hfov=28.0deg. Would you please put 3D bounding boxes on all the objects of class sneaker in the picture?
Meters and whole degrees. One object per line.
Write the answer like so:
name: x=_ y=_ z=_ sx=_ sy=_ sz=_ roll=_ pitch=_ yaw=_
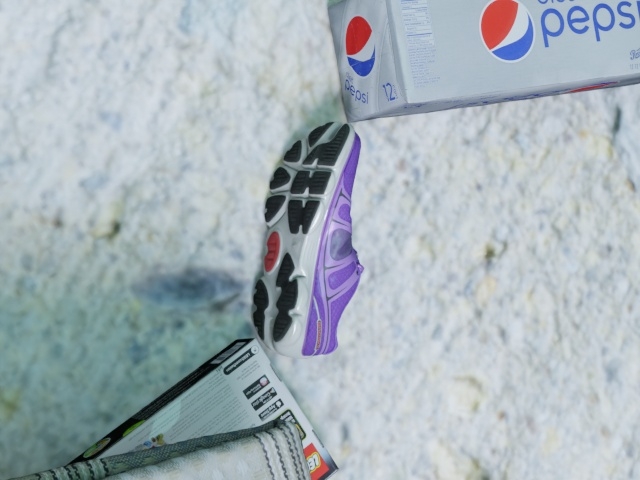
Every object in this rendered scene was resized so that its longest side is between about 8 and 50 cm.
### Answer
sneaker: x=0.000 y=0.000 z=0.912 sx=0.071 sy=0.068 sz=0.170 roll=14 pitch=88 yaw=-39

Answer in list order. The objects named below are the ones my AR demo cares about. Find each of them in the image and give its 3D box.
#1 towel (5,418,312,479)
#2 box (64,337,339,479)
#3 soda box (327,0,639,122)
towel: x=-0.098 y=0.261 z=0.608 sx=0.324 sy=0.056 sz=0.312 roll=-8 pitch=86 yaw=-42
box: x=-0.098 y=0.169 z=0.852 sx=0.207 sy=0.036 sz=0.114 roll=-35 pitch=100 yaw=-24
soda box: x=0.155 y=-0.155 z=0.970 sx=0.286 sy=0.098 sz=0.091 roll=-10 pitch=91 yaw=-26
